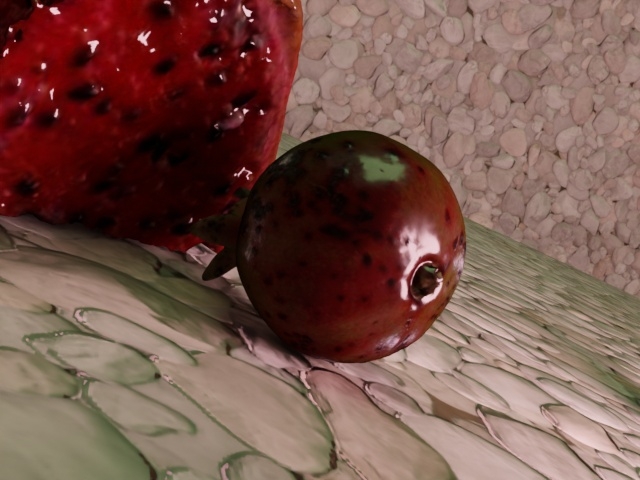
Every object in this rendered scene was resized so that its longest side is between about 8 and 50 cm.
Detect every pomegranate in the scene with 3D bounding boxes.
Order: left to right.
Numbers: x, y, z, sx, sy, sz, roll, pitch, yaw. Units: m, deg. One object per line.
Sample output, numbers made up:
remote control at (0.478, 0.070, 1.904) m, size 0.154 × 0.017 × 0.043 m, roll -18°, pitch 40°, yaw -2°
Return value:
pomegranate at (-0.001, -0.004, 0.462) m, size 0.159 × 0.130 × 0.129 m, roll 21°, pitch 7°, yaw 15°

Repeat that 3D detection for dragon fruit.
dragon fruit at (-0.189, -0.146, 0.474) m, size 0.330 × 0.302 × 0.240 m, roll 33°, pitch 42°, yaw 13°
